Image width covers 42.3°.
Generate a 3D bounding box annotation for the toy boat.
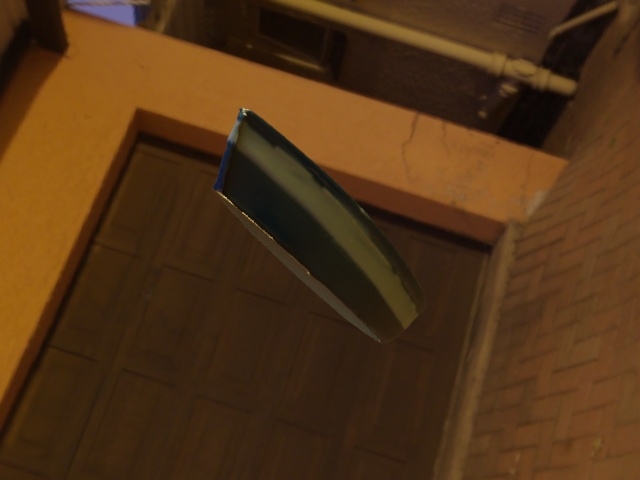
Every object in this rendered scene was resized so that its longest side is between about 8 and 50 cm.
[{"bbox_3d":[0.000,0.000,0.652,0.062,0.096,0.299,-51,-38,-7],"label":"toy boat"}]
